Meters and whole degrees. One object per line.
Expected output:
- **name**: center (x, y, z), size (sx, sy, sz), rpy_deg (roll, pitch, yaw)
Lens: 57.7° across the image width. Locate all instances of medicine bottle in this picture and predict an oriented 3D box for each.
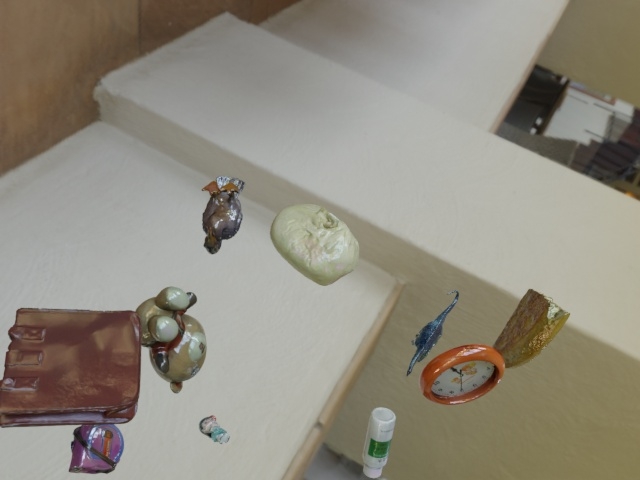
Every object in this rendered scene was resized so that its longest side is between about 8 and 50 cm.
- **medicine bottle**: center (0.206, 0.733, 2.099), size (0.095, 0.095, 0.259), rpy_deg (-41, 143, -62)

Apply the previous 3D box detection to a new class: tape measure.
- **tape measure**: center (-0.535, 0.493, 1.383), size (0.074, 0.125, 0.118), rpy_deg (-30, -131, 28)

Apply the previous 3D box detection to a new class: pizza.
- **pizza**: center (0.582, 0.277, 1.641), size (0.268, 0.087, 0.258), rpy_deg (-59, 175, 10)

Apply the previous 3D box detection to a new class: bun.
- **bun**: center (0.000, 0.000, 2.118), size (0.213, 0.361, 0.361), rpy_deg (-51, 173, 19)

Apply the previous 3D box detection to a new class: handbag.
- **handbag**: center (-0.529, 0.265, 1.249), size (0.084, 0.276, 0.259), rpy_deg (114, -29, -45)

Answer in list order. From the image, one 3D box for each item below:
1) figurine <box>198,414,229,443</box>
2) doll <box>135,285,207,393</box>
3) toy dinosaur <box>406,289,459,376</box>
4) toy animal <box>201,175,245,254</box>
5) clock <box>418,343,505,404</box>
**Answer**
- **figurine**: center (-0.290, 0.521, 1.600), size (0.060, 0.106, 0.047), rpy_deg (-23, 121, -38)
- **doll**: center (-0.417, 0.267, 1.597), size (0.329, 0.175, 0.234), rpy_deg (75, 17, -50)
- **toy dinosaur**: center (0.377, 0.332, 2.011), size (0.363, 0.077, 0.147), rpy_deg (-51, 171, -23)
- **toy animal**: center (-0.293, -0.090, 1.730), size (0.298, 0.122, 0.185), rpy_deg (-90, -179, -59)
- **clock**: center (0.329, 0.313, 1.358), size (0.051, 0.206, 0.205), rpy_deg (-107, -151, -49)
